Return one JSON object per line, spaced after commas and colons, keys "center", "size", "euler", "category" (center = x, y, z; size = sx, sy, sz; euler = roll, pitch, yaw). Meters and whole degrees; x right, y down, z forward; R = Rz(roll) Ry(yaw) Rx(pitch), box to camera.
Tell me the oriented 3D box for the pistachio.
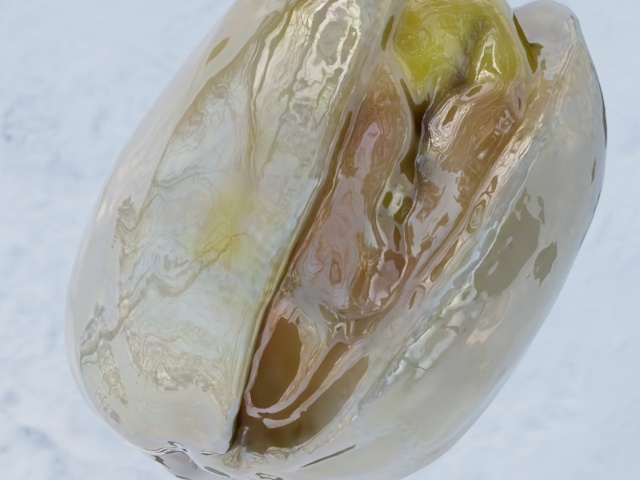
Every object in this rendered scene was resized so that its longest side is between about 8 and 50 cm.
{"center": [0.000, 0.000, 0.792], "size": [0.230, 0.230, 0.309], "euler": [35, 108, 22], "category": "pistachio"}
